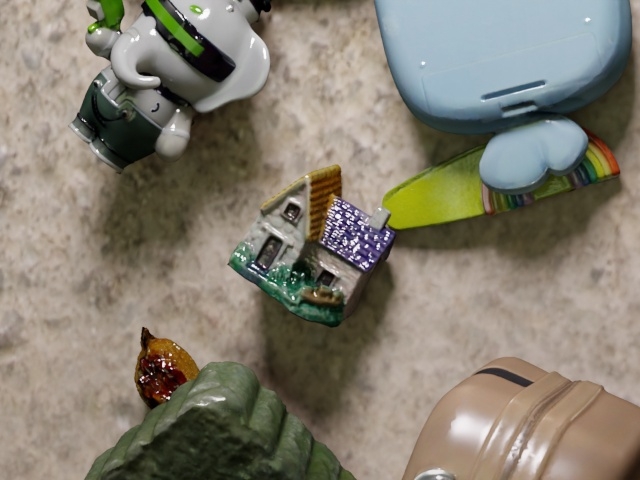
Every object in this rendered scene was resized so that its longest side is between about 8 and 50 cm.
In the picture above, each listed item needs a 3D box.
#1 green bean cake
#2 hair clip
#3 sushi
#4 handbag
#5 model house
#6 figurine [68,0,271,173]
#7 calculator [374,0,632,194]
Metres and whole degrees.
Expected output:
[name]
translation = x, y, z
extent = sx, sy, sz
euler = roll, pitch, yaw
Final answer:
[green bean cake]
translation = -0.080, 0.209, 1.323
extent = 0.185, 0.094, 0.183
euler = -41, 101, 19
[hair clip]
translation = 0.131, -0.049, 1.290
extent = 0.188, 0.033, 0.060
euler = -18, 84, 19
[sushi]
translation = -0.124, 0.120, 1.378
extent = 0.050, 0.047, 0.099
euler = -44, 83, 16
[handbag]
translation = 0.111, 0.243, 1.180
extent = 0.149, 0.283, 0.301
euler = 24, 100, 14
[model house]
translation = 0.000, 0.000, 1.309
extent = 0.101, 0.088, 0.100
euler = 34, 104, 11
[figurine]
translation = -0.116, -0.142, 1.328
extent = 0.192, 0.126, 0.147
euler = -44, 60, 4
[calculator]
translation = 0.133, -0.186, 1.264
extent = 0.188, 0.042, 0.302
euler = -14, 80, 14
